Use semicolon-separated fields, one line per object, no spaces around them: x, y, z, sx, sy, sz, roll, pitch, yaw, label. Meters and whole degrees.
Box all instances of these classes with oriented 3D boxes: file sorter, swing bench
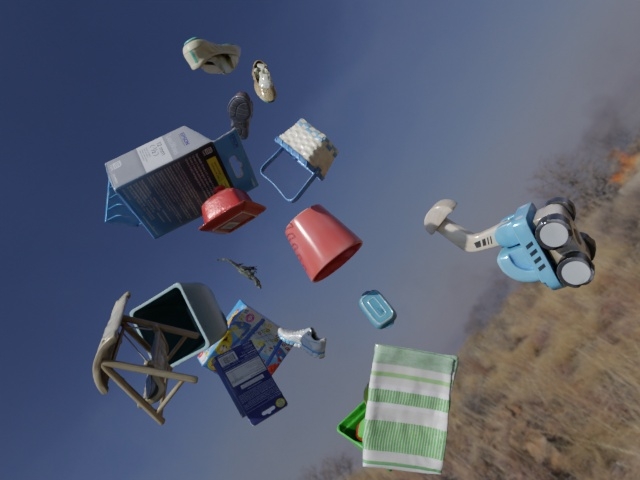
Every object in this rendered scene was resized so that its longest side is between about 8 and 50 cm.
-0.668;-0.145;1.778;0.118;0.104;0.170;10;-106;-40;file sorter
-0.475;0.306;1.367;0.165;0.254;0.253;-51;21;8;swing bench

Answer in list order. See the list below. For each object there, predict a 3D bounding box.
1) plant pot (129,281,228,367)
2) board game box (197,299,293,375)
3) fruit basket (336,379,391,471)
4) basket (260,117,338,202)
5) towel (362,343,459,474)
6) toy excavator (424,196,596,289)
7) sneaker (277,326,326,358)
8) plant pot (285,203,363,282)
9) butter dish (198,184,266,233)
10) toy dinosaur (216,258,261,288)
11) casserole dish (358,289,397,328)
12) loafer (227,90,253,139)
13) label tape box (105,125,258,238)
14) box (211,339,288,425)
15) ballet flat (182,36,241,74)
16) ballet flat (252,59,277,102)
-0.484;0.298;1.872;0.247;0.248;0.252;-30;-6;18;plant pot
-0.307;0.462;2.179;0.308;0.086;0.302;39;-97;-28;board game box
0.244;0.610;1.903;0.392;0.392;0.283;-51;23;-18;fruit basket
-0.086;-0.315;2.041;0.289;0.255;0.201;-44;-35;2;basket
0.245;0.461;1.394;0.038;0.247;0.325;165;114;-79;towel
0.630;0.001;1.730;0.445;0.433;0.222;-28;8;35;toy excavator
-0.058;0.327;1.752;0.071;0.190;0.083;-13;-60;-65;sneaker
0.000;0.000;2.121;0.275;0.243;0.275;-37;-12;-9;plant pot
-0.255;-0.097;1.393;0.159;0.118;0.160;-31;-11;12;butter dish
-0.392;0.147;2.597;0.064;0.268;0.118;-61;-7;13;toy dinosaur
0.241;0.287;2.170;0.114;0.188;0.037;-35;-25;-7;casserole dish
-0.355;-0.578;2.300;0.302;0.109;0.095;111;174;-64;loafer
-0.374;-0.180;1.431;0.347;0.115;0.249;-29;-31;-8;label tape box
-0.206;0.416;1.489;0.136;0.225;0.036;-20;-22;-40;box
-0.273;-0.479;1.358;0.086;0.086;0.248;-65;-14;24;ballet flat
-0.200;-0.558;1.770;0.073;0.206;0.067;-13;-40;-16;ballet flat
